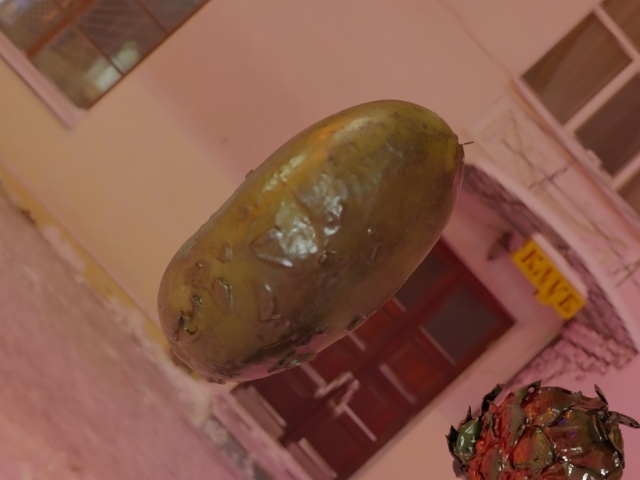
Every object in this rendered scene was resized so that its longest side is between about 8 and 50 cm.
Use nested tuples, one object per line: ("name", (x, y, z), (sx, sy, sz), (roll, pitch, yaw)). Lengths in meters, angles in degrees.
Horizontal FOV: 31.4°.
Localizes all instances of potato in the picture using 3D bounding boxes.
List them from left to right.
("potato", (0.000, 0.000, 0.773), (0.113, 0.251, 0.149), (51, -6, 44))

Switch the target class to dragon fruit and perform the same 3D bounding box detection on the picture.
("dragon fruit", (0.253, 0.246, 1.305), (0.188, 0.182, 0.182), (-10, -45, 37))
